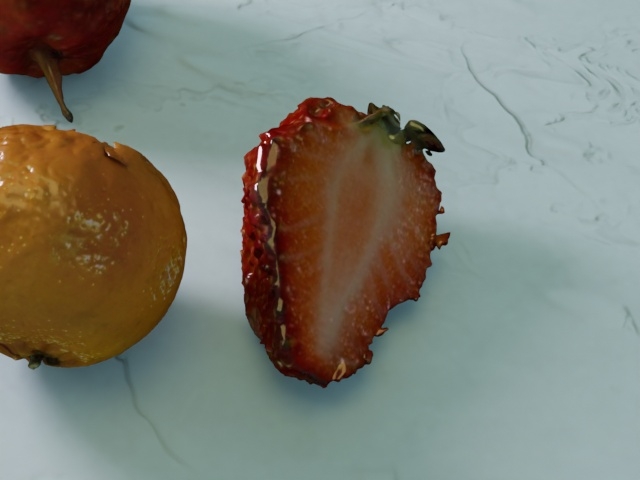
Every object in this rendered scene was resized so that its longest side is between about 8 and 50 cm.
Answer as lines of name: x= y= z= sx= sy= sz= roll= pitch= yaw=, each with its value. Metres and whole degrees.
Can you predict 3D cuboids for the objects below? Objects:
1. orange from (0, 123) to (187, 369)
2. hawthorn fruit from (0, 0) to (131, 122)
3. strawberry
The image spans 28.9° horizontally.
orange: x=-0.193 y=0.008 z=0.887 sx=0.193 sy=0.193 sz=0.161 roll=7 pitch=64 yaw=5
hawthorn fruit: x=-0.254 y=-0.216 z=1.094 sx=0.207 sy=0.207 sz=0.243 roll=-11 pitch=78 yaw=-11
strawberry: x=-0.005 y=-0.005 z=0.967 sx=0.175 sy=0.107 sz=0.236 roll=49 pitch=57 yaw=-10
